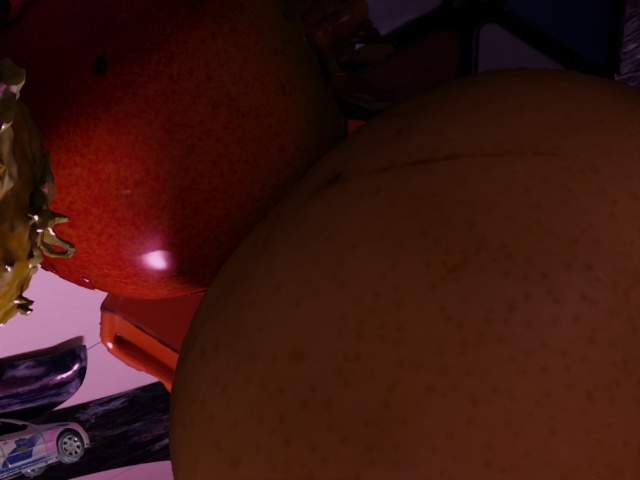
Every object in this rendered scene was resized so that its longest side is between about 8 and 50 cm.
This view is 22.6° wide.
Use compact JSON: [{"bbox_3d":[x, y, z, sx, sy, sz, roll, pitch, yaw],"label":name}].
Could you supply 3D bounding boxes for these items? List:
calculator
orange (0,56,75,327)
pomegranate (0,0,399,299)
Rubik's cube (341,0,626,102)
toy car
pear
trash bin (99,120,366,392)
[{"bbox_3d":[-0.352,0.174,1.734,0.177,0.040,0.268,-10,167,-29],"label":"calculator"},{"bbox_3d":[-0.267,-0.032,0.688,0.300,0.223,0.301,8,153,-30],"label":"orange"},{"bbox_3d":[-0.073,-0.071,0.858,0.235,0.210,0.210,-19,166,9],"label":"pomegranate"},{"bbox_3d":[0.137,-0.198,0.960,0.234,0.284,0.250,-59,171,34],"label":"Rubik's cube"},{"bbox_3d":[-0.351,0.228,1.698,0.224,0.076,0.090,-14,171,-45],"label":"toy car"},{"bbox_3d":[0.104,0.086,0.785,0.348,0.348,0.348,-19,166,-5],"label":"pear"},{"bbox_3d":[-0.040,-0.005,1.073,0.239,0.161,0.184,-57,178,-16],"label":"trash bin"}]
